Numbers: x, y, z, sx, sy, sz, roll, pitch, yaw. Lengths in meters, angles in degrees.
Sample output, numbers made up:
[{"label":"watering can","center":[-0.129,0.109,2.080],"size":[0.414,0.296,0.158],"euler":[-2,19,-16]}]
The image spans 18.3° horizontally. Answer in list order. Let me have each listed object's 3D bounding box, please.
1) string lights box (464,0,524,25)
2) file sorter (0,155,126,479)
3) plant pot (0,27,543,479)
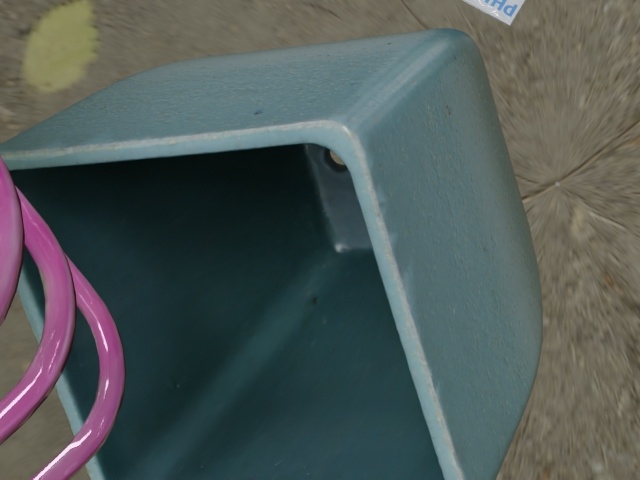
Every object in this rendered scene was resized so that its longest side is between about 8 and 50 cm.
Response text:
[{"label":"string lights box","center":[0.178,-0.317,1.627],"size":[0.077,0.133,0.259],"euler":[27,103,-19]},{"label":"file sorter","center":[-0.170,-0.010,0.371],"size":[0.182,0.290,0.202],"euler":[-42,77,-7]},{"label":"plant pot","center":[0.000,0.000,1.156],"size":[0.248,0.252,0.247],"euler":[-3,116,32]}]
